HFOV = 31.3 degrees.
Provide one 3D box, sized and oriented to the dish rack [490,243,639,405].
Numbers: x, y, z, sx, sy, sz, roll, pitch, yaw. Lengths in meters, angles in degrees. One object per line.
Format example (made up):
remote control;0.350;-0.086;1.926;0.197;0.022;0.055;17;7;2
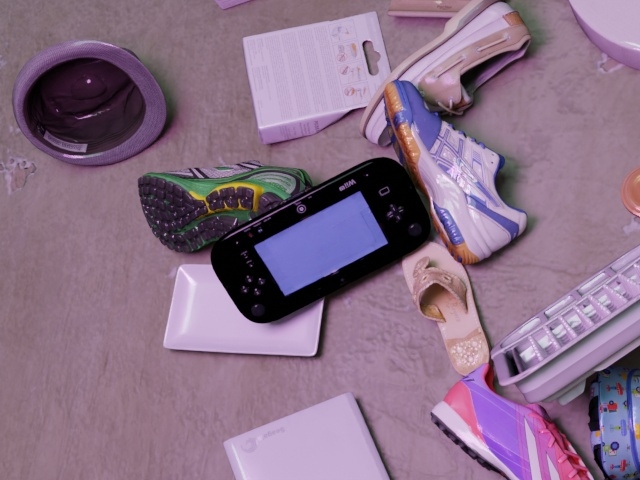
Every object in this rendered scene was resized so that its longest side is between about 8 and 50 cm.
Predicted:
dish rack;0.354;0.106;1.447;0.285;0.333;0.072;-35;88;7

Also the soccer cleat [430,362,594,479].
soccer cleat;0.290;0.286;1.505;0.318;0.108;0.116;37;84;34

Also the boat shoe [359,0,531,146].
boat shoe;0.189;-0.245;1.755;0.302;0.113;0.103;-45;72;15

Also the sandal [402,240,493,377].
sandal;0.176;0.084;1.648;0.088;0.079;0.240;-30;60;11

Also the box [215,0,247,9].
box;-0.152;-0.483;2.021;0.101;0.087;0.102;-14;65;19

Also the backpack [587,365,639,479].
backpack;0.399;0.230;1.435;0.117;0.173;0.158;-5;67;23

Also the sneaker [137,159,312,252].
sneaker;-0.158;-0.061;1.849;0.343;0.134;0.146;6;29;36

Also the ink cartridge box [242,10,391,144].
ink cartridge box;-0.004;-0.272;1.904;0.232;0.066;0.189;-10;64;-2

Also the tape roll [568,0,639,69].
tape roll;0.550;-0.428;1.692;0.392;0.072;0.392;-9;67;22

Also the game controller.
game controller;0.000;0.000;1.690;0.319;0.166;0.067;-28;36;4

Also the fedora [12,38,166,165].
fedora;-0.396;-0.258;1.992;0.275;0.243;0.124;-28;31;22

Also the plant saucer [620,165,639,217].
plant saucer;0.468;-0.071;1.618;0.083;0.013;0.083;-9;67;20

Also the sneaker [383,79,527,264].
sneaker;0.198;-0.116;1.689;0.131;0.112;0.296;-26;84;-4

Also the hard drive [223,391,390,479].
hard drive;0.009;0.385;1.593;0.203;0.040;0.307;-21;61;-6

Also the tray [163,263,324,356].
tray;-0.115;0.110;1.799;0.270;0.030;0.145;0;71;24

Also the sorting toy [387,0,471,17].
sorting toy;0.222;-0.446;1.871;0.193;0.038;0.208;7;68;26
